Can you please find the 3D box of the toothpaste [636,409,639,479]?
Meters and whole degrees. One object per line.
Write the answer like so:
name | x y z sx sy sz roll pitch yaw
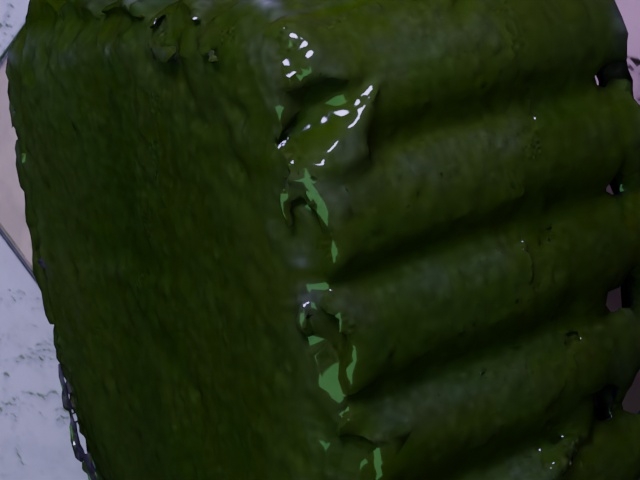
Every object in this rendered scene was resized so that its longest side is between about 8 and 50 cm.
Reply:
toothpaste | 0.198 0.094 1.022 0.053 0.066 0.272 44 127 17

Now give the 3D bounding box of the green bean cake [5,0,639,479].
green bean cake | 0.000 0.000 1.036 0.319 0.218 0.335 14 113 56
